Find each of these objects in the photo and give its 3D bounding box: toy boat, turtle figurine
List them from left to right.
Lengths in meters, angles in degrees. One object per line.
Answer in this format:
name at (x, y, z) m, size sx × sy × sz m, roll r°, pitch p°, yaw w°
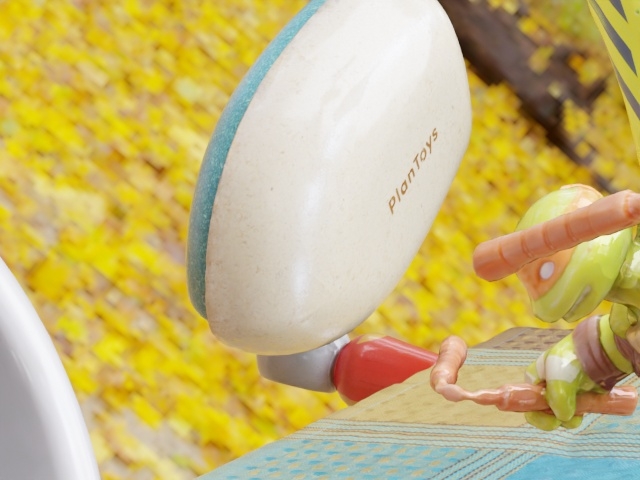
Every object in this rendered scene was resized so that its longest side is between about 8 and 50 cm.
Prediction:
toy boat at (0.000, 0.000, 1.138) m, size 0.148 × 0.267 × 0.318 m, roll 14°, pitch -41°, yaw 27°
turtle figurine at (0.141, 0.038, 0.553) m, size 0.217 × 0.087 × 0.269 m, roll 27°, pitch -16°, yaw -2°

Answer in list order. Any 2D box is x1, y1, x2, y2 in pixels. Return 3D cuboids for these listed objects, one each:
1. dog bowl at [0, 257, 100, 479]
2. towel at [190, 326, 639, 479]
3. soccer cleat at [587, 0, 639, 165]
dog bowl at (-0.209, 0.092, 0.513) m, size 0.349 × 0.102 × 0.349 m, roll 23°, pitch 53°, yaw -36°
towel at (0.116, 0.110, 0.944) m, size 0.271 × 0.040 × 0.370 m, roll 0°, pitch 13°, yaw 39°
soccer cleat at (0.235, -0.091, 1.137) m, size 0.121 × 0.093 × 0.289 m, roll -74°, pitch 147°, yaw -69°
